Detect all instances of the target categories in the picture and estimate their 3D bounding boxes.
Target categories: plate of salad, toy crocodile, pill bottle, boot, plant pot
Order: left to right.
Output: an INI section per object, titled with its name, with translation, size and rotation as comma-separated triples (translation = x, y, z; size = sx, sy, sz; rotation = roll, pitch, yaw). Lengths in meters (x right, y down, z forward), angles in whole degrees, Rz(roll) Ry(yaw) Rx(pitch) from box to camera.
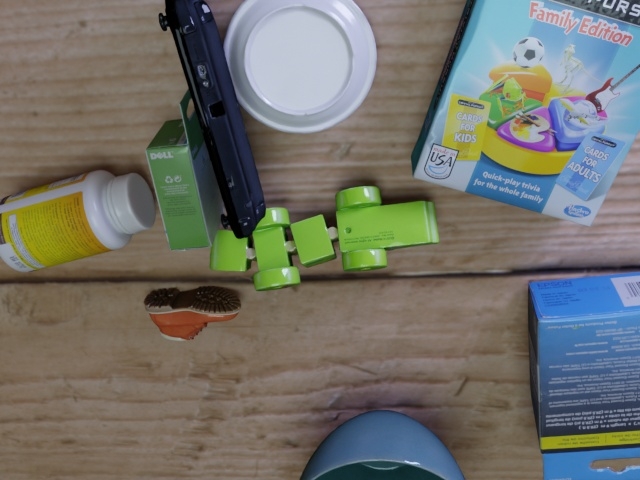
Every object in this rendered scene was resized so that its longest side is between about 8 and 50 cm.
[pill bottle]
translation = -0.354, -0.032, 1.075
size = 0.214, 0.117, 0.117
rotation = -14, 117, 13
[boot]
translation = -0.196, 0.121, 1.185
size = 0.157, 0.059, 0.085
rotation = -1, 123, 15
[plate of salad]
translation = -0.027, -0.238, 0.969
size = 0.199, 0.048, 0.200
rotation = 0, 116, 0
[toy crocodile]
translation = 0.000, 0.000, 1.072
size = 0.340, 0.105, 0.115
rotation = -12, 82, 6
[plant pot]
translation = 0.103, 0.397, 1.229
size = 0.290, 0.195, 0.290
rotation = 2, 119, 4

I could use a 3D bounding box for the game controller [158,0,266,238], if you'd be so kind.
[game controller]
translation = -0.139, -0.163, 0.954
size = 0.067, 0.166, 0.319
rotation = -18, 118, -10

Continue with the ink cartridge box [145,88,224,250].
[ink cartridge box]
translation = -0.189, -0.103, 1.024
size = 0.062, 0.109, 0.209
rotation = -4, 119, 7

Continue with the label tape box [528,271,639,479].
[label tape box]
translation = 0.450, 0.216, 1.147
size = 0.240, 0.106, 0.334
rotation = -6, 119, 7

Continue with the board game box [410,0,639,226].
[board game box]
translation = 0.287, -0.206, 0.940
size = 0.253, 0.079, 0.336
rotation = 15, 120, -3
